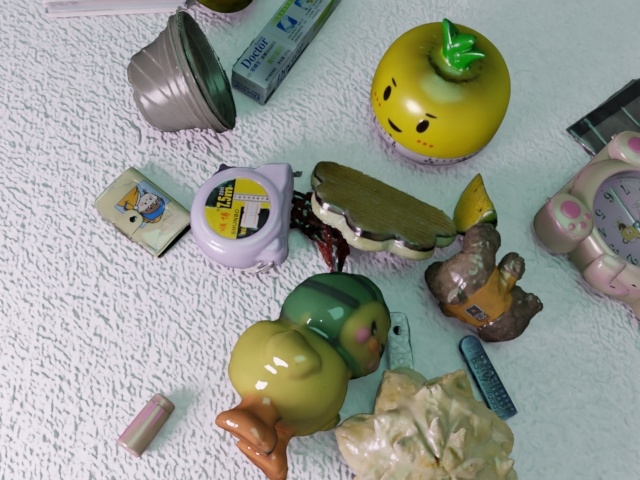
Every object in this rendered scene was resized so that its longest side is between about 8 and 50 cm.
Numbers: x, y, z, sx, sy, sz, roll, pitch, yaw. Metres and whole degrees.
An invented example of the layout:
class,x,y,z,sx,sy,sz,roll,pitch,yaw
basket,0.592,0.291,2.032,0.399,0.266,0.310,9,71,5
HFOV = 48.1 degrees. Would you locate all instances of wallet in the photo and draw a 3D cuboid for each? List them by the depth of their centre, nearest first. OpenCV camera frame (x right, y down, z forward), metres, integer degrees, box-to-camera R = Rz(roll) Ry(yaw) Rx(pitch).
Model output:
class,x,y,z,sx,sy,sz,roll,pitch,yaw
wallet,-0.310,-0.050,1.263,0.155,0.039,0.110,37,66,10

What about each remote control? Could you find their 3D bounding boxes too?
class,x,y,z,sx,sy,sz,roll,pitch,yaw
remote control,0.282,0.234,1.225,0.043,0.027,0.153,-19,72,-21
remote control,-0.412,-0.510,1.440,0.277,0.055,0.103,-6,67,-10

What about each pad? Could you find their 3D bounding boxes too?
class,x,y,z,sx,sy,sz,roll,pitch,yaw
pad,0.638,-0.227,1.471,0.233,0.022,0.174,-33,75,-18

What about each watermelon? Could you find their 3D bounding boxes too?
class,x,y,z,sx,sy,sz,roll,pitch,yaw
watermelon,0.275,-0.048,1.301,0.075,0.092,0.181,-10,27,9

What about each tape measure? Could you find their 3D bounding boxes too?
class,x,y,z,sx,sy,sz,roll,pitch,yaw
tape measure,-0.133,-0.043,1.246,0.178,0.105,0.196,8,71,5

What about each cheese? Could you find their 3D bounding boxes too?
class,x,y,z,sx,sy,sz,roll,pitch,yaw
cheese,0.141,0.232,1.192,0.127,0.050,0.235,-1,68,-7

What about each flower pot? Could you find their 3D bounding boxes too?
class,x,y,z,sx,sy,sz,roll,pitch,yaw
flower pot,-0.257,-0.285,1.293,0.140,0.235,0.236,-18,68,9

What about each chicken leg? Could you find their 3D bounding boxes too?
class,x,y,z,sx,sy,sz,roll,pitch,yaw
chicken leg,0.004,-0.004,1.279,0.089,0.048,0.219,-28,73,-15

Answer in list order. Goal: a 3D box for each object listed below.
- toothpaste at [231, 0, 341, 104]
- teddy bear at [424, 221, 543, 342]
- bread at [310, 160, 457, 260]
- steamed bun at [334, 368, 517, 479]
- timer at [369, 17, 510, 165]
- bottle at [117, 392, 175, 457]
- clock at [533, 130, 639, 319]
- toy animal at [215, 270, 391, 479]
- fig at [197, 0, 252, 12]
class,x,y,z,sx,sy,sz,roll,pitch,yaw
toothpaste,-0.059,-0.423,1.442,0.081,0.067,0.337,30,67,5
teddy bear,0.277,0.091,1.214,0.190,0.177,0.140,39,33,-13
bread,0.094,-0.042,1.255,0.286,0.056,0.207,27,34,10
steamed bun,0.162,0.330,1.069,0.292,0.137,0.296,27,84,4
timer,0.231,-0.296,1.314,0.284,0.285,0.285,3,66,-6
bottle,-0.271,0.287,1.120,0.045,0.045,0.096,33,64,7
clock,0.583,-0.018,1.321,0.284,0.114,0.309,-40,78,-20
toy animal,-0.032,0.185,1.117,0.191,0.216,0.338,23,60,33
fig,-0.203,-0.554,1.421,0.181,0.181,0.191,-34,51,-19
